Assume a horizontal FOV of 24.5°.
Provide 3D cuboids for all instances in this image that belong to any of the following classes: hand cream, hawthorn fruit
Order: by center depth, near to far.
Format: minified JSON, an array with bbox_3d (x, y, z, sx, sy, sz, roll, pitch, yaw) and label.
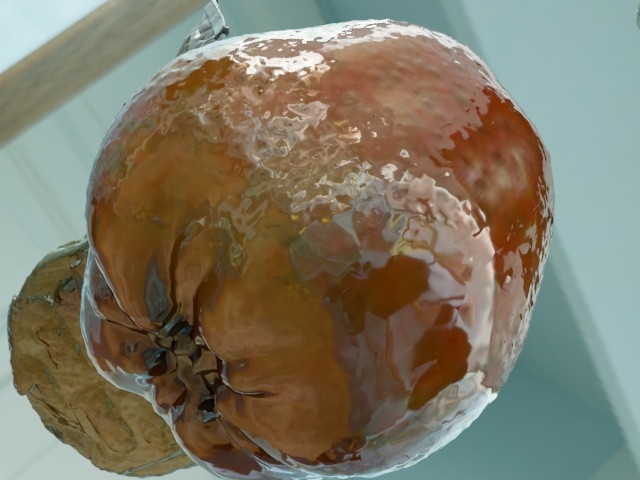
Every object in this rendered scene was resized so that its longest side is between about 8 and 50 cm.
[{"bbox_3d":[0.000,0.000,0.556,0.189,0.189,0.189,44,-20,21],"label":"hawthorn fruit"},{"bbox_3d":[-0.130,-0.056,1.083,0.050,0.257,0.084,20,15,-15],"label":"hand cream"}]

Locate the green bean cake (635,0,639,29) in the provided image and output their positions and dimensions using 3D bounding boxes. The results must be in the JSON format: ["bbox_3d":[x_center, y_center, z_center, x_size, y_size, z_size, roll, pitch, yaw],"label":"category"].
[{"bbox_3d":[0.259,-0.084,0.611,0.236,0.124,0.233,24,12,0],"label":"green bean cake"}]

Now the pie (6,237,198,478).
[{"bbox_3d":[-0.103,0.066,0.911,0.195,0.195,0.046,60,23,-24],"label":"pie"}]
